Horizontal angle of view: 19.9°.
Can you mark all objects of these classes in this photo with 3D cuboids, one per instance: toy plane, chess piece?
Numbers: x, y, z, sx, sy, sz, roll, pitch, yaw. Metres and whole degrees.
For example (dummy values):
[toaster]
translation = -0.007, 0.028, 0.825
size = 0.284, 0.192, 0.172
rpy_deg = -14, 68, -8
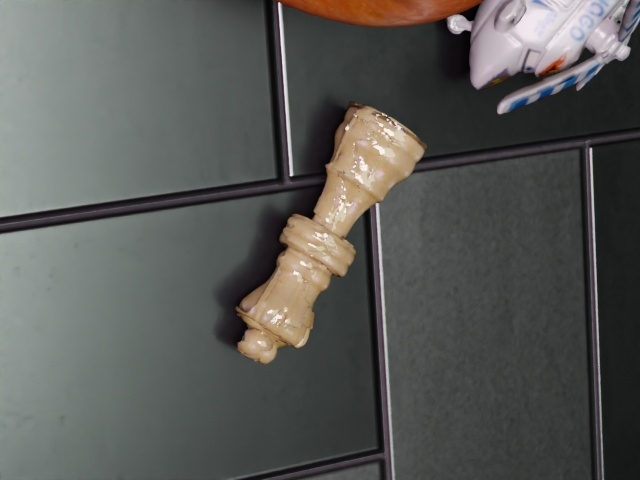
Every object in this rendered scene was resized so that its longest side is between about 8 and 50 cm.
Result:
[toy plane]
translation = 0.193, -0.200, 1.153
size = 0.107, 0.182, 0.273
rpy_deg = 40, 113, 7
[chess piece]
translation = 0.000, 0.000, 1.142
size = 0.060, 0.060, 0.172
rpy_deg = 35, 82, -27

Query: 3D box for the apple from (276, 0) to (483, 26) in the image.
[apple]
translation = 0.013, -0.232, 1.002
size = 0.272, 0.251, 0.206
rpy_deg = 17, 91, -41
